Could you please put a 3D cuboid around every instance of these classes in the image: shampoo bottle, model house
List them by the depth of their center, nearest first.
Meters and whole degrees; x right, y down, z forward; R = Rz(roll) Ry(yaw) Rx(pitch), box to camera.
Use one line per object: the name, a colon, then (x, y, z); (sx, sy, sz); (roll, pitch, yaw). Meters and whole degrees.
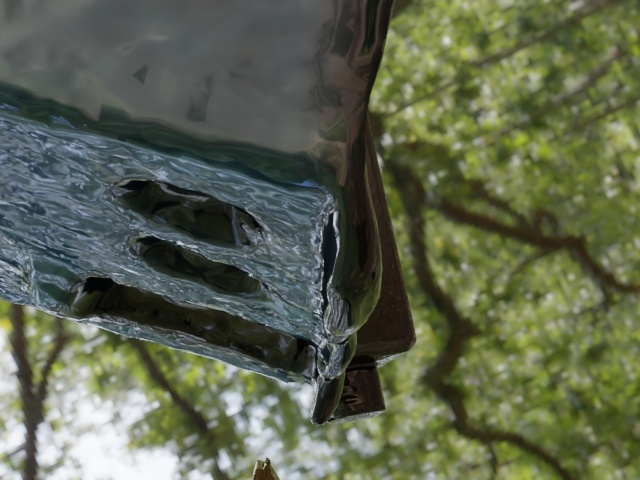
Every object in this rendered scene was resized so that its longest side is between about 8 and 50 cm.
model house: (-0.108, -0.091, 0.515); (0.237, 0.303, 0.216); (99, -174, -72)
shampoo bottle: (0.000, 0.000, 1.000); (0.080, 0.079, 0.246); (-5, -106, -23)

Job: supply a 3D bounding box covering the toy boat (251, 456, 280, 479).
toy boat: (-0.072, 0.257, 1.089); (0.077, 0.200, 0.057); (20, 180, -3)
